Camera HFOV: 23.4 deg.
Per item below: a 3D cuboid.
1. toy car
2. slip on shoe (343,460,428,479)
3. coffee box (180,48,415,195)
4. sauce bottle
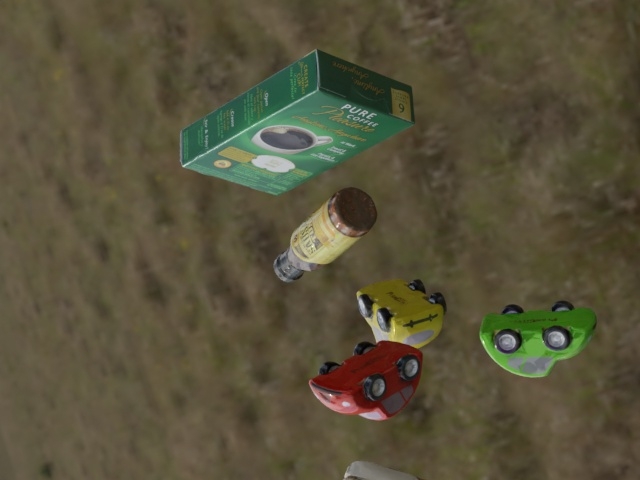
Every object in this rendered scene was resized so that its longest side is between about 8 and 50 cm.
[{"bbox_3d":[0.122,0.092,1.308,0.239,0.225,0.053,-59,-37,-66],"label":"toy car"},{"bbox_3d":[0.075,0.178,0.991,0.051,0.135,0.041,81,-153,-55],"label":"slip on shoe"},{"bbox_3d":[-0.021,-0.096,1.310,0.184,0.113,0.040,-26,58,44],"label":"coffee box"},{"bbox_3d":[0.000,0.000,1.236,0.128,0.042,0.042,-43,63,53],"label":"sauce bottle"}]
